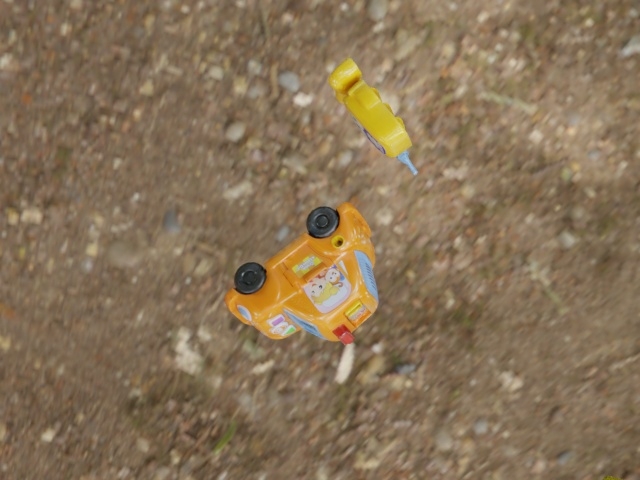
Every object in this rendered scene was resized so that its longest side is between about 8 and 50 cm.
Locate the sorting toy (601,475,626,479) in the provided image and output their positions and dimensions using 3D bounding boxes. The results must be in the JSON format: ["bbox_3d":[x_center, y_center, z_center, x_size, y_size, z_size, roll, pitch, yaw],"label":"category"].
[{"bbox_3d":[0.213,0.276,0.861,0.229,0.041,0.307,-20,65,6],"label":"sorting toy"}]

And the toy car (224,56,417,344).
[{"bbox_3d":[0.000,0.000,0.492,0.060,0.122,0.040,-31,66,-16],"label":"toy car"}]
